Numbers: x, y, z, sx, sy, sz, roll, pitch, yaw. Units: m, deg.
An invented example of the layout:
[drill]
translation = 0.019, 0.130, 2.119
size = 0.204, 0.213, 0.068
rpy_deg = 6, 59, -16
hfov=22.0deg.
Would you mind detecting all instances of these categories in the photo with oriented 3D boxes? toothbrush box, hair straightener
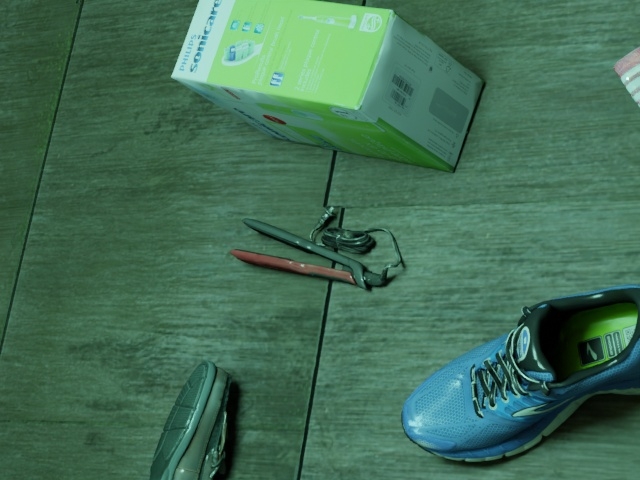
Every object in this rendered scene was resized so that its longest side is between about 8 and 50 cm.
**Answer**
[toothbrush box]
translation = 0.008, -0.185, 1.884
size = 0.283, 0.206, 0.122
rpy_deg = 15, 82, 38
[hair straightener]
translation = 0.000, 0.000, 1.916
size = 0.230, 0.047, 0.089
rpy_deg = 11, 79, 38

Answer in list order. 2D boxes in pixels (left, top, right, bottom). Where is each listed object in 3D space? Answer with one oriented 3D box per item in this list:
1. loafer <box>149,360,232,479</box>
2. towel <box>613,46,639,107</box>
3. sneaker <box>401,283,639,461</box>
[loafer]
translation = -0.152, 0.276, 1.910
size = 0.096, 0.084, 0.267
rpy_deg = -8, 59, 68
[towel]
translation = 0.404, -0.157, 1.700
size = 0.144, 0.029, 0.197
rpy_deg = -40, 53, 17
[sneaker]
translation = 0.214, 0.119, 1.650
size = 0.330, 0.147, 0.129
rpy_deg = -28, 57, 25
